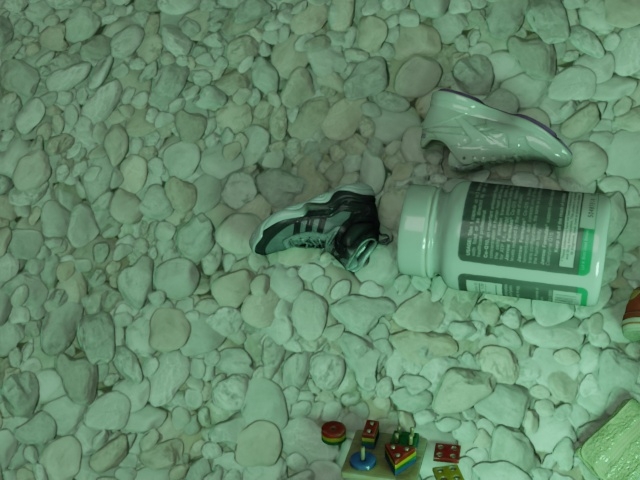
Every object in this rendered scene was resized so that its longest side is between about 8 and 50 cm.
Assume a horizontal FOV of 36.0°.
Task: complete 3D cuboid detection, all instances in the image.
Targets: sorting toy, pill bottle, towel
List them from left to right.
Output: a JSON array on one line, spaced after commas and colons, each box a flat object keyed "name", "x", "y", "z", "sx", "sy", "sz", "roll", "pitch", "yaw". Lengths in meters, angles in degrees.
[{"name": "sorting toy", "x": 0.123, "y": 0.374, "z": 1.748, "sx": 0.275, "sy": 0.132, "sz": 0.046, "roll": 5, "pitch": 115, "yaw": 14}, {"name": "pill bottle", "x": 0.332, "y": -0.001, "z": 1.790, "sx": 0.361, "sy": 0.204, "sz": 0.204, "roll": 7, "pitch": 73, "yaw": 14}, {"name": "towel", "x": 0.531, "y": 0.357, "z": 1.716, "sx": 0.148, "sy": 0.027, "sz": 0.110, "roll": -44, "pitch": 69, "yaw": -4}]

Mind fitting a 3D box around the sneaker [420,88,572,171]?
[{"name": "sneaker", "x": 0.337, "y": -0.184, "z": 1.919, "sx": 0.305, "sy": 0.114, "sz": 0.152, "roll": 24, "pitch": 92, "yaw": 23}]

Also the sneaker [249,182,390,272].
[{"name": "sneaker", "x": 0.000, "y": 0.000, "z": 1.918, "sx": 0.269, "sy": 0.101, "sz": 0.153, "roll": -23, "pitch": 65, "yaw": 1}]

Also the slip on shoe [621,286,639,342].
[{"name": "slip on shoe", "x": 0.698, "y": 0.130, "z": 1.714, "sx": 0.332, "sy": 0.123, "sz": 0.101, "roll": 2, "pitch": 68, "yaw": 18}]
